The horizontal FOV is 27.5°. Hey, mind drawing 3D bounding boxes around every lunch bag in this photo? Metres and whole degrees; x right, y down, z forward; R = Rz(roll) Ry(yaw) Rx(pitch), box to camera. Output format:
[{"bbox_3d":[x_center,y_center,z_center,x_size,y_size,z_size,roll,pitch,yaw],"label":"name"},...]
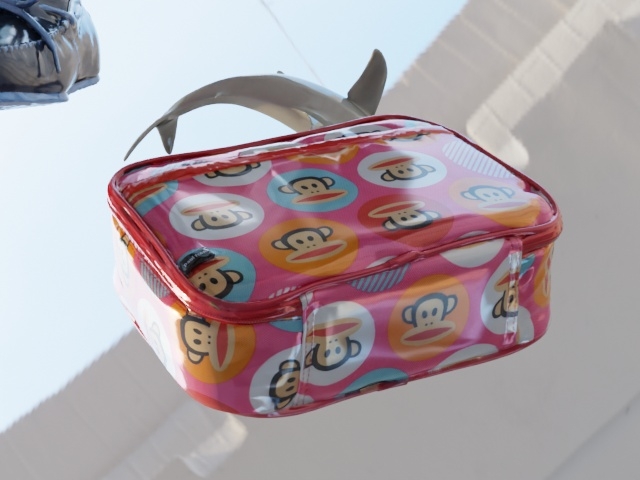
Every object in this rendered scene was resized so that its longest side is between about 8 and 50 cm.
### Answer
[{"bbox_3d":[0.000,0.000,0.947,0.293,0.120,0.258,-13,-148,-24],"label":"lunch bag"}]

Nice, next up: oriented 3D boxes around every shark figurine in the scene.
[{"bbox_3d":[-0.036,-0.112,1.259,0.278,0.116,0.166,14,-66,-7],"label":"shark figurine"}]

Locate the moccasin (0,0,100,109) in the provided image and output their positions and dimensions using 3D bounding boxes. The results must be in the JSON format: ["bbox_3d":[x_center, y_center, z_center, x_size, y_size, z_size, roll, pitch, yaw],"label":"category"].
[{"bbox_3d":[-0.278,-0.179,1.151,0.137,0.342,0.117,-3,-77,-1],"label":"moccasin"}]
